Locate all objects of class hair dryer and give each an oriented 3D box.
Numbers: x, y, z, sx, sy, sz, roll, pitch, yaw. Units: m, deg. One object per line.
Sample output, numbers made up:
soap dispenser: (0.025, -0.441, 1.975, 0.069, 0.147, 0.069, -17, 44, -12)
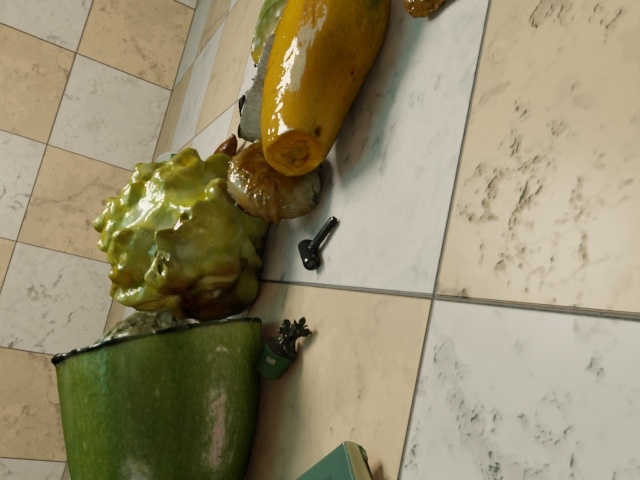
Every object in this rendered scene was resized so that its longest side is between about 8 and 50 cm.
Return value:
hair dryer: (0.000, 0.000, 0.746, 0.083, 0.026, 0.047, -52, 34, 23)

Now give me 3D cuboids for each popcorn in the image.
popcorn: (-0.224, -0.019, 0.919, 0.312, 0.312, 0.312, -41, 40, 47)

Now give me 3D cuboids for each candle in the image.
candle: (-0.078, -0.244, 0.905, 0.168, 0.068, 0.192, 69, -141, -79)

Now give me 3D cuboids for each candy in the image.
candy: (-0.042, -0.440, 0.995, 0.260, 0.118, 0.260, -43, 35, 40)

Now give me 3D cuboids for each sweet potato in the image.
sweet potato: (-0.267, -0.185, 1.346, 0.264, 0.057, 0.057, -49, 34, 47)

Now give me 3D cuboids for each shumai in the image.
shumai: (-0.370, 0.273, 1.187, 0.225, 0.222, 0.260, -53, -6, 14)

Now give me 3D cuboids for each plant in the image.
plant: (-0.051, 0.143, 0.724, 0.102, 0.051, 0.051, -59, 29, 17)

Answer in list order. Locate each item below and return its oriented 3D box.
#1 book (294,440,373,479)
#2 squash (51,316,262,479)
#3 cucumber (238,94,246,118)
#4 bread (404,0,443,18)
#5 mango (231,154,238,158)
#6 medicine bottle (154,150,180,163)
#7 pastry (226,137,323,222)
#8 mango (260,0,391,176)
book: (-0.054, 0.407, 0.502, 0.379, 0.031, 0.264, -46, 40, 24)
squash: (-0.205, 0.290, 0.754, 0.310, 0.310, 0.309, -31, 69, 54)
cucumber: (-0.166, -0.299, 1.219, 0.053, 0.053, 0.181, -62, 25, 21)
bread: (0.154, -0.317, 0.604, 0.157, 0.044, 0.052, -21, 62, 59)
mango: (-0.187, -0.150, 1.173, 0.060, 0.046, 0.089, -36, 48, 50)
medicine bottle: (-0.450, -0.156, 1.598, 0.133, 0.133, 0.274, -59, 30, 27)
pastry: (-0.071, -0.095, 0.810, 0.081, 0.153, 0.153, 108, 163, -52)
mango: (0.000, -0.265, 0.754, 0.359, 0.144, 0.187, -69, 19, 0)
